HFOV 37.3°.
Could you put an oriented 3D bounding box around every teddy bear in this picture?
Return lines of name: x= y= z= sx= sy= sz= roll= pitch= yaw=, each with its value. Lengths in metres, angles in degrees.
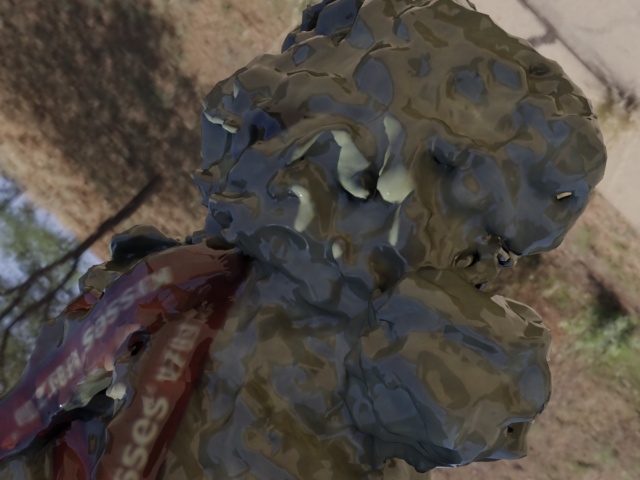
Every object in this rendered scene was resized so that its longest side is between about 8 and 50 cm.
teddy bear: x=-0.031 y=0.031 z=0.454 sx=0.224 sy=0.367 sz=0.357 roll=15 pitch=178 yaw=-38
